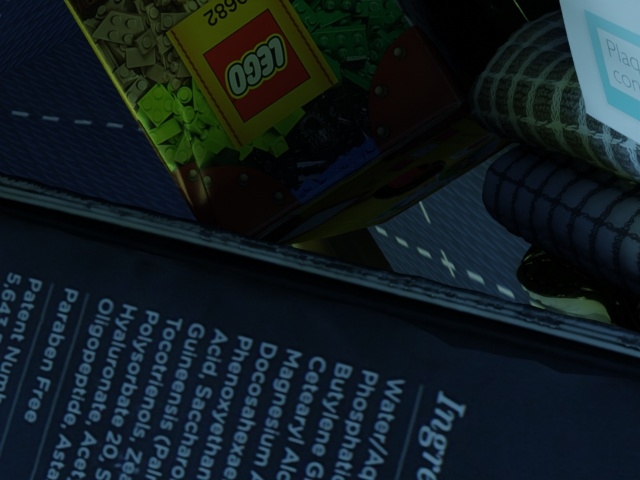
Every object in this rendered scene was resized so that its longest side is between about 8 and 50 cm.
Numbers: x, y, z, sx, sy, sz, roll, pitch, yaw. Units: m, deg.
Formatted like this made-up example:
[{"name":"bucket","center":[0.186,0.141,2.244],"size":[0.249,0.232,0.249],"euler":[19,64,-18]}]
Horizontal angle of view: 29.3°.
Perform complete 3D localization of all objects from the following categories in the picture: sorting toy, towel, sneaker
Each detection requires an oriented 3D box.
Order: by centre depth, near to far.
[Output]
[{"name":"towel","center":[0.235,-0.061,0.521],"size":[0.235,0.284,0.121],"euler":[-151,47,-66]},{"name":"sneaker","center":[0.296,0.062,1.100],"size":[0.108,0.100,0.271],"euler":[38,179,-31]},{"name":"sorting toy","center":[0.000,0.000,1.137],"size":[0.347,0.047,0.196],"euler":[59,-165,19]}]

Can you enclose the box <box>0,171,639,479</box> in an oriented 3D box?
[{"name":"box","center":[0.022,0.175,0.681],"size":[0.472,0.297,0.480],"euler":[12,174,21]}]

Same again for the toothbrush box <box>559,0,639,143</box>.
[{"name":"toothbrush box","center":[0.235,-0.110,0.309],"size":[0.216,0.296,0.126],"euler":[44,159,53]}]

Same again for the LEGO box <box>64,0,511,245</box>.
[{"name":"LEGO box","center":[-0.021,-0.203,1.014],"size":[0.372,0.193,0.500],"euler":[58,-166,4]}]

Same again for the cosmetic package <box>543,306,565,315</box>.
[{"name":"cosmetic package","center":[0.353,0.232,1.244],"size":[0.284,0.097,0.377],"euler":[65,168,-15]}]

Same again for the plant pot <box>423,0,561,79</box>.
[{"name":"plant pot","center":[0.171,-0.174,0.788],"size":[0.188,0.167,0.187],"euler":[57,170,7]}]
